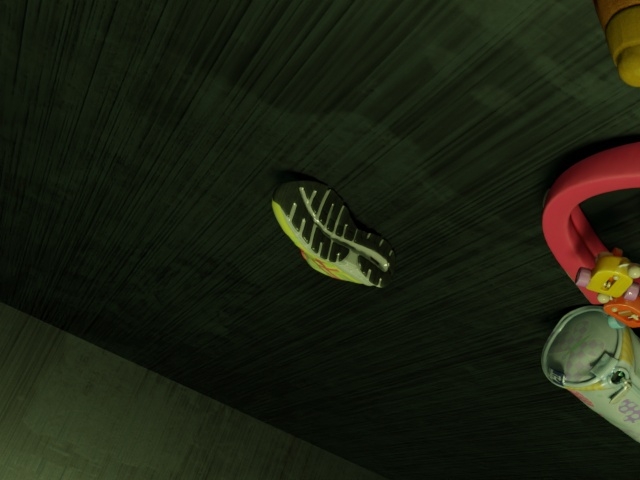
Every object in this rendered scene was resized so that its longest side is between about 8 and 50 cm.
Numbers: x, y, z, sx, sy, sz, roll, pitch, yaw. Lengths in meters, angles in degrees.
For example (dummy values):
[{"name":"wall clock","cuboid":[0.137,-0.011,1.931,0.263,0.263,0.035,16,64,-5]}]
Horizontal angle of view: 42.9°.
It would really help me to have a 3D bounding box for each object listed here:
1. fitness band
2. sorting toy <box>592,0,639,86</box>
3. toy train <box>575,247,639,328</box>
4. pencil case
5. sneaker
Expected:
[{"name":"fitness band","cuboid":[0.339,0.002,0.792,0.209,0.054,0.291,-5,145,39]},{"name":"sorting toy","cuboid":[0.104,-0.204,0.471,0.365,0.126,0.127,28,154,-17]},{"name":"toy train","cuboid":[0.318,0.038,0.768,0.125,0.046,0.166,27,155,-17]},{"name":"pencil case","cuboid":[0.402,0.189,1.035,0.273,0.113,0.124,36,173,-31]},{"name":"sneaker","cuboid":[0.000,0.000,1.010,0.094,0.081,0.208,-2,147,44]}]
